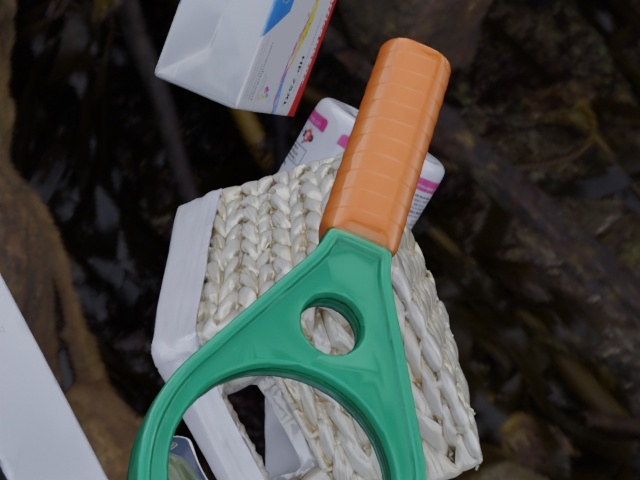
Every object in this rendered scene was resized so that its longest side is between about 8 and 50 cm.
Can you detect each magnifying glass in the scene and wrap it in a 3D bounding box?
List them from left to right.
[{"bbox_3d":[0.005,0.023,0.437,0.092,0.026,0.231,23,59,-6],"label":"magnifying glass"}]

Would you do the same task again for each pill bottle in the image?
[{"bbox_3d":[0.000,0.000,1.430,0.160,0.283,0.160,30,10,-6],"label":"pill bottle"}]

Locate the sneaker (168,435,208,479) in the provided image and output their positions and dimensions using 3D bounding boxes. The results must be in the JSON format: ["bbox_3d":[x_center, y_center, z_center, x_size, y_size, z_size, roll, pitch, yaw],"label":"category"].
[{"bbox_3d":[-0.081,0.221,0.906,0.086,0.064,0.192,-69,144,-55],"label":"sneaker"}]

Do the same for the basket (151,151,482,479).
[{"bbox_3d":[-0.001,0.038,0.573,0.167,0.103,0.113,-97,162,-68],"label":"basket"}]

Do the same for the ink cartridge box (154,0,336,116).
[{"bbox_3d":[-0.051,-0.183,1.116,0.078,0.134,0.231,23,9,11],"label":"ink cartridge box"}]

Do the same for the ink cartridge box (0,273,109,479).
[{"bbox_3d":[-0.264,0.014,0.725,0.069,0.176,0.371,-22,84,-49],"label":"ink cartridge box"}]
